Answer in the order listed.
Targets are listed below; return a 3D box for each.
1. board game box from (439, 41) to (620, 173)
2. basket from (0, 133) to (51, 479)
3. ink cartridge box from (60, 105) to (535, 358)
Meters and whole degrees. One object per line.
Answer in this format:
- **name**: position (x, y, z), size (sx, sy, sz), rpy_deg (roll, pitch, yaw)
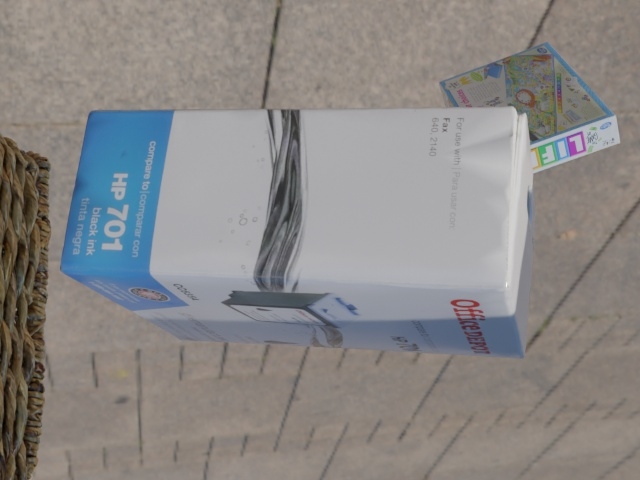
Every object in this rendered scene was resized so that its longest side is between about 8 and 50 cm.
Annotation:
- **board game box**: position (0.166, -0.108, 0.762), size (0.103, 0.154, 0.026), rpy_deg (-19, 123, 5)
- **basket**: position (-0.347, 0.051, 0.674), size (0.213, 0.299, 0.223), rpy_deg (-7, 165, 15)
- **ink cartridge box**: position (0.000, 0.000, 0.435), size (0.191, 0.082, 0.139), rpy_deg (3, 162, 17)
